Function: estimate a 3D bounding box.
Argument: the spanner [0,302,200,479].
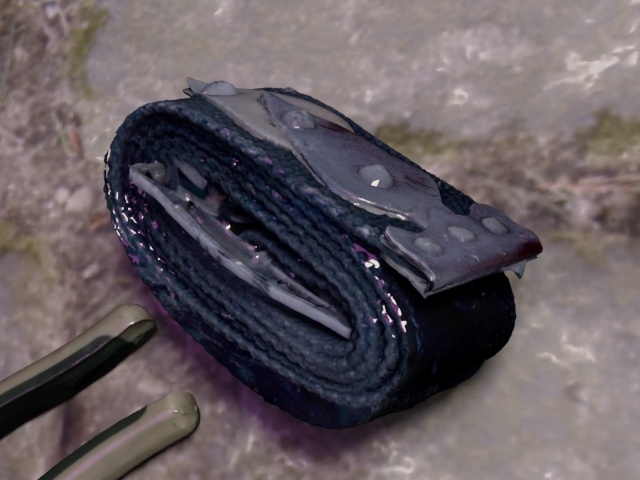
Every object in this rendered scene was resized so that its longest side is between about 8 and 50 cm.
[{"bbox_3d":[-0.216,0.153,0.692,0.325,0.040,0.095,-32,62,3],"label":"spanner"}]

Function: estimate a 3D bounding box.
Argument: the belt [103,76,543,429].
[{"bbox_3d":[-0.001,0.000,0.640,0.218,0.128,0.122,36,121,29],"label":"belt"}]
